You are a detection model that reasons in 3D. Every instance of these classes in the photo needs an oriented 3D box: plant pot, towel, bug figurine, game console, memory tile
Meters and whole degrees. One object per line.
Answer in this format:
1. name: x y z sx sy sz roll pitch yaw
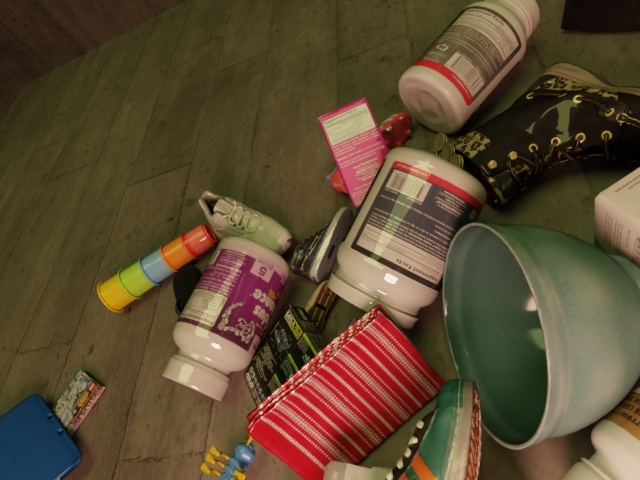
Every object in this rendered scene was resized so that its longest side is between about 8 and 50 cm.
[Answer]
1. plant pot: 0.642 -0.550 0.976 0.167 0.188 0.187 36 79 31
2. towel: 0.045 0.254 0.732 0.275 0.199 0.031 -41 19 -1
3. bug figurine: -0.100 0.462 0.742 0.279 0.072 0.216 27 80 36
4. game console: -0.671 0.535 1.037 0.293 0.173 0.250 22 108 40
5. memory tile: 0.235 -0.128 0.942 0.012 0.148 0.113 1 42 -19
6. plant pot: 0.313 0.111 0.639 0.196 0.293 0.293 -6 50 -6

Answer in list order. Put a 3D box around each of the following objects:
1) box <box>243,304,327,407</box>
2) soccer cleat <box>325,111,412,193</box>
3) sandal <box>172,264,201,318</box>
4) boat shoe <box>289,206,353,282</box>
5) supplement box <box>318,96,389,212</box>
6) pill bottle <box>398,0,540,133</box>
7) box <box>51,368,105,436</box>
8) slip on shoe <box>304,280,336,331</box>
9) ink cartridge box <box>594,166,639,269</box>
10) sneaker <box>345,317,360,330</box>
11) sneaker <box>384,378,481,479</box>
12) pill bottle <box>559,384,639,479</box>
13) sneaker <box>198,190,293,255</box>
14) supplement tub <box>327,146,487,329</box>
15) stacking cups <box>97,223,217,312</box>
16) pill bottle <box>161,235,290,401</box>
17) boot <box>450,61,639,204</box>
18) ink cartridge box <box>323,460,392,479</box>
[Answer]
1. box: -0.052 0.245 0.839 0.184 0.045 0.191 -55 41 14
2. soccer cleat: 0.114 -0.213 1.105 0.248 0.083 0.095 -49 43 -6
3. sandal: -0.306 0.150 1.101 0.097 0.054 0.254 -39 47 0
4. boat shoe: 0.000 0.000 1.022 0.083 0.065 0.183 13 66 35
5. supplement box: 0.090 -0.167 0.990 0.114 0.111 0.220 -21 78 6
6. pill bottle: 0.336 -0.406 1.044 0.318 0.176 0.176 -48 47 -9
7. box: -0.579 0.386 1.110 0.094 0.027 0.137 17 68 39
8. slip on shoe: -0.013 0.142 0.947 0.135 0.051 0.041 -64 11 -11
9. ink cartridge box: 0.500 0.048 0.602 0.114 0.198 0.273 -34 47 3
10. sneaker: 0.055 0.213 0.832 0.068 0.071 0.170 -4 55 28
11. sneaker: 0.106 0.298 0.539 0.121 0.108 0.302 6 61 30
12. pill bottle: 0.406 0.250 0.556 0.229 0.131 0.131 -41 47 -2
13. sneaker: -0.190 -0.036 1.118 0.297 0.129 0.111 19 67 37
14. supplement tub: 0.146 -0.005 0.820 0.191 0.191 0.272 29 93 41
15. stacking cups: -0.413 0.065 1.201 0.316 0.096 0.096 -32 47 6
16. pill bottle: -0.190 0.156 0.950 0.169 0.169 0.302 6 62 34
17. boot: 0.428 -0.159 0.836 0.284 0.138 0.377 -33 43 4
18. ink cartridge box: 0.117 0.461 0.574 0.271 0.130 0.309 -2 56 30
